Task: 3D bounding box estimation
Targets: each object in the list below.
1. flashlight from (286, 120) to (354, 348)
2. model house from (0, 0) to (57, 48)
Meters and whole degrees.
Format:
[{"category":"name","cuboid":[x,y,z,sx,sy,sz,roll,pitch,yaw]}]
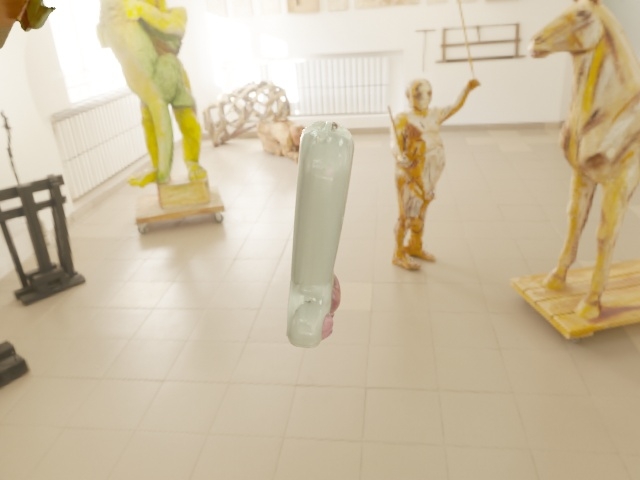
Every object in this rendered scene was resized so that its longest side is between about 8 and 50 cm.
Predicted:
[{"category":"flashlight","cuboid":[0.000,0.000,0.448,0.047,0.201,0.093,8,29,2]},{"category":"model house","cuboid":[-0.465,-0.433,0.679,0.312,0.358,0.242,-10,15,11]}]
